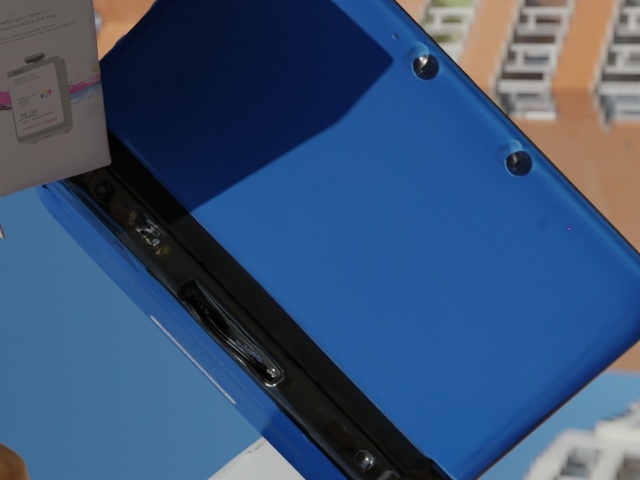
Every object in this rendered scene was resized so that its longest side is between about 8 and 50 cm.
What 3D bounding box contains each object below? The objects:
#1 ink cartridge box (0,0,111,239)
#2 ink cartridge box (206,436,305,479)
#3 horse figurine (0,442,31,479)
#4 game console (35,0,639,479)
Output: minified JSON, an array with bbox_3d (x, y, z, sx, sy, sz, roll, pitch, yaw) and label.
[{"bbox_3d":[-0.152,-0.104,0.849,0.198,0.067,0.115,95,154,-55],"label":"ink cartridge box"},{"bbox_3d":[-0.022,0.360,1.127,0.308,0.385,0.091,-39,-12,-5],"label":"ink cartridge box"},{"bbox_3d":[-0.247,0.192,1.301,0.263,0.174,0.066,55,-129,-34],"label":"horse figurine"},{"bbox_3d":[0.000,0.000,0.967,0.173,0.293,0.250,-43,0,-12],"label":"game console"}]
